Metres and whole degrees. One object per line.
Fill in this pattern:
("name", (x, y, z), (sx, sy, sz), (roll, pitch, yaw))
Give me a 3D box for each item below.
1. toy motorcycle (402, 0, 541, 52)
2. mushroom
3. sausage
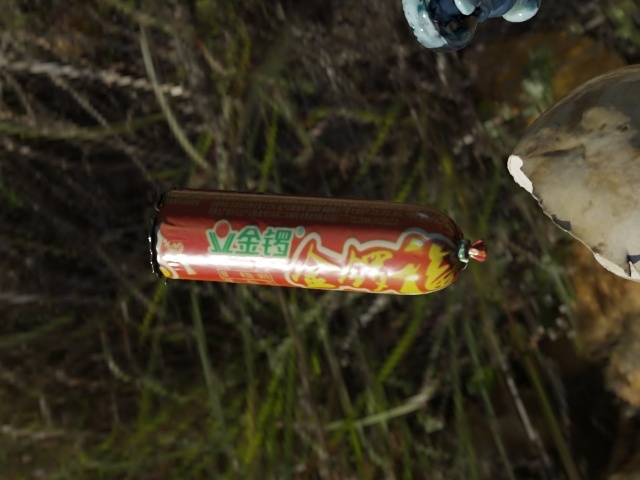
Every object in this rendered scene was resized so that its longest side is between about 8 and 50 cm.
("toy motorcycle", (0.106, -0.286, 1.335), (0.154, 0.206, 0.260), (-9, 99, 38))
("mushroom", (0.300, -0.050, 1.450), (0.189, 0.253, 0.195), (-48, 129, 10))
("sausage", (0.000, 0.000, 1.284), (0.264, 0.083, 0.083), (3, 138, 21))
